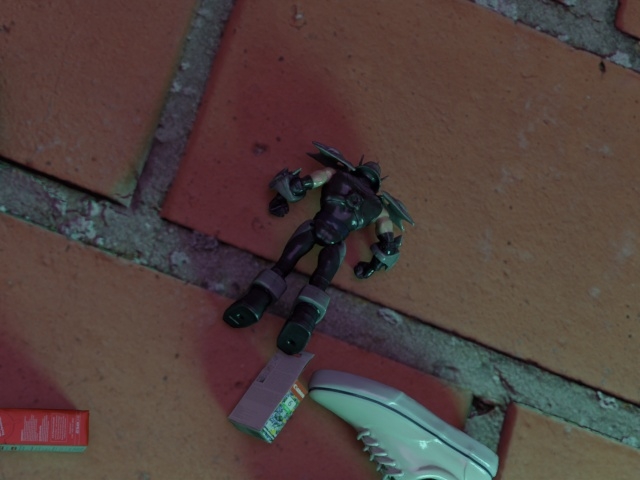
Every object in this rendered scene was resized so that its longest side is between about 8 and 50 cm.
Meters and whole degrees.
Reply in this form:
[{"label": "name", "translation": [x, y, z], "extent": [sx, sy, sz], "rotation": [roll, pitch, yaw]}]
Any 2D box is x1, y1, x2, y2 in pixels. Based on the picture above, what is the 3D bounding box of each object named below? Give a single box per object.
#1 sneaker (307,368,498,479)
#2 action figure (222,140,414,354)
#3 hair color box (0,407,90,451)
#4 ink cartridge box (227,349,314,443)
[{"label": "sneaker", "translation": [0.093, 0.242, 1.562], "extent": [0.258, 0.094, 0.091], "rotation": [29, 66, -7]}, {"label": "action figure", "translation": [0.000, 0.000, 1.605], "extent": [0.185, 0.099, 0.285], "rotation": [33, 62, 3]}, {"label": "hair color box", "translation": [-0.333, 0.212, 1.468], "extent": [0.141, 0.072, 0.043], "rotation": [3, 75, -15]}, {"label": "ink cartridge box", "translation": [-0.052, 0.181, 1.555], "extent": [0.115, 0.063, 0.029], "rotation": [-53, 129, -21]}]
